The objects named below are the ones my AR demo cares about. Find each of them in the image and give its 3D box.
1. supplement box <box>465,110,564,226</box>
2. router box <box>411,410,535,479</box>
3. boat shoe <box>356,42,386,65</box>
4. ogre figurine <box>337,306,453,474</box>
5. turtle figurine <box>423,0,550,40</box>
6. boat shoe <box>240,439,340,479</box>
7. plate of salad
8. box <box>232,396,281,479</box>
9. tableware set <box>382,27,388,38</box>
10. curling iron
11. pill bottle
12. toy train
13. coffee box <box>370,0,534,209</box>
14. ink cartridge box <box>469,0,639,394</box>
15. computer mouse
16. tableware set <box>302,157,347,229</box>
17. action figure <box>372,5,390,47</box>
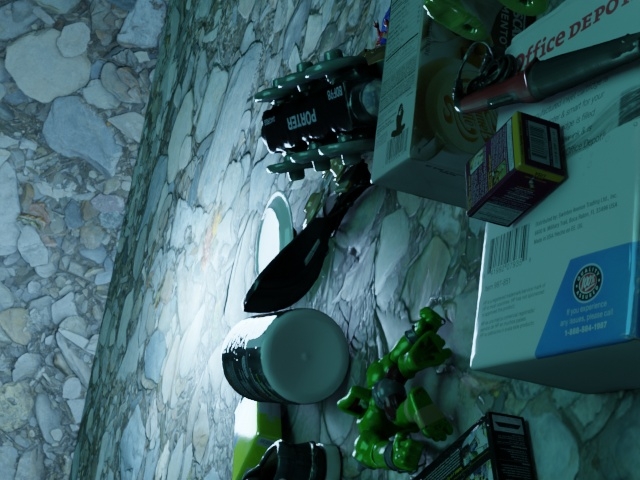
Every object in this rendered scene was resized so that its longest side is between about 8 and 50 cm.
[{"bbox_3d":[0.155,-0.056,0.907,0.083,0.043,0.055,132,147,-52],"label":"supplement box"},{"bbox_3d":[0.145,0.268,1.099,0.179,0.046,0.133,126,150,-46],"label":"router box"},{"bbox_3d":[0.072,-0.240,1.607,0.178,0.064,0.060,-15,53,59],"label":"boat shoe"},{"bbox_3d":[0.085,0.176,1.249,0.118,0.097,0.197,-39,49,46],"label":"ogre figurine"},{"bbox_3d":[0.173,-0.340,1.025,0.198,0.274,0.266,14,68,35],"label":"turtle figurine"},{"bbox_3d":[-0.074,0.352,1.557,0.302,0.091,0.114,125,151,-44],"label":"boat shoe"},{"bbox_3d":[-0.064,0.019,1.815,0.200,0.048,0.200,-177,90,-72],"label":"plate of salad"},{"bbox_3d":[-0.098,0.284,1.710,0.178,0.042,0.109,-96,28,-62],"label":"box"},{"bbox_3d":[0.141,-0.296,1.495,0.104,0.024,0.154,-55,23,3],"label":"tableware set"},{"bbox_3d":[0.177,-0.143,0.919,0.274,0.035,0.068,-174,98,-71],"label":"curling iron"},{"bbox_3d":[-0.063,0.166,1.594,0.246,0.130,0.130,163,118,-67],"label":"pill bottle"},{"bbox_3d":[0.042,-0.165,1.442,0.334,0.190,0.142,-8,93,66],"label":"toy train"},{"bbox_3d":[0.149,-0.172,1.241,0.098,0.141,0.246,147,134,-62],"label":"coffee box"},{"bbox_3d":[0.243,-0.043,0.918,0.223,0.129,0.307,152,129,-65],"label":"ink cartridge box"},{"bbox_3d":[0.000,0.000,1.528,0.262,0.060,0.184,-46,-8,-46],"label":"computer mouse"},{"bbox_3d":[0.008,-0.082,1.674,0.141,0.020,0.168,-63,7,7],"label":"tableware set"},{"bbox_3d":[0.096,-0.311,1.635,0.038,0.030,0.115,8,87,65],"label":"action figure"}]
